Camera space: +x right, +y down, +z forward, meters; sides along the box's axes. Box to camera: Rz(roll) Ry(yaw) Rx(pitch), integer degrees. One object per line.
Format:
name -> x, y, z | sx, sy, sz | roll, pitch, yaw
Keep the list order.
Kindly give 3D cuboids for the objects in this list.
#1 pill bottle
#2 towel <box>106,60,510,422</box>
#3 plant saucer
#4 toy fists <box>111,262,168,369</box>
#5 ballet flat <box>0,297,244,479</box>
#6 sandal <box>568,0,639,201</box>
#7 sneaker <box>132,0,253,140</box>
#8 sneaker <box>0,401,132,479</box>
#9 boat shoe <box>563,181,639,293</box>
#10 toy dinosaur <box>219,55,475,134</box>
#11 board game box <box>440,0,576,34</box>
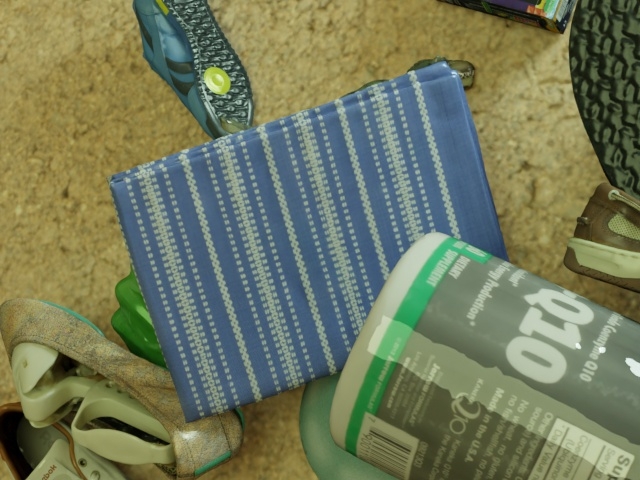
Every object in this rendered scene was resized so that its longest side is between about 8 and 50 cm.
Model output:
pill bottle -> 0.207, 0.154, 1.149 | 0.361, 0.204, 0.204 | 25, 89, 13
towel -> 0.000, 0.000, 1.270 | 0.336, 0.040, 0.243 | -19, 104, -8
plant saucer -> 0.066, 0.152, 1.305 | 0.195, 0.037, 0.195 | -8, 63, 17
toy fists -> -0.084, 0.017, 1.385 | 0.279, 0.096, 0.142 | -45, 83, 8
ballet flat -> -0.221, 0.144, 1.353 | 0.316, 0.108, 0.106 | 20, 43, 29
sandal -> 0.333, -0.061, 1.242 | 0.167, 0.107, 0.446 | -15, 86, 17
sneaker -> -0.137, -0.183, 1.472 | 0.082, 0.069, 0.209 | -38, 74, 46
sneaker -> -0.225, 0.266, 1.376 | 0.290, 0.123, 0.106 | 39, 93, 23
boat shoe -> 0.331, 0.015, 1.141 | 0.257, 0.095, 0.095 | 18, 91, 16
toy dinosaur -> 0.038, -0.094, 1.336 | 0.268, 0.064, 0.118 | -20, 87, -27
board game box -> 0.196, -0.300, 1.363 | 0.141, 0.048, 0.170 | 21, 88, 26
